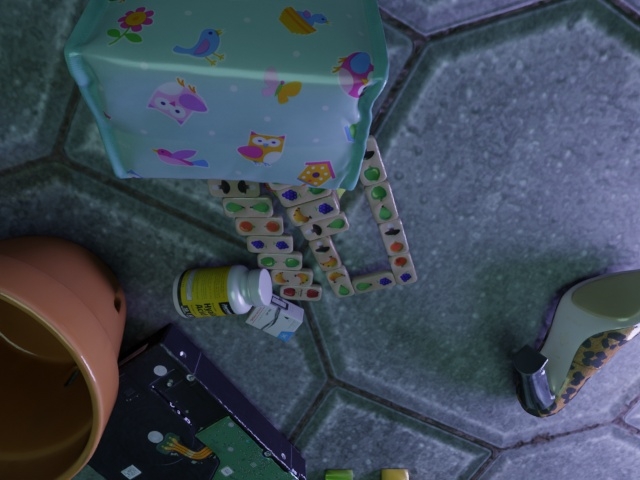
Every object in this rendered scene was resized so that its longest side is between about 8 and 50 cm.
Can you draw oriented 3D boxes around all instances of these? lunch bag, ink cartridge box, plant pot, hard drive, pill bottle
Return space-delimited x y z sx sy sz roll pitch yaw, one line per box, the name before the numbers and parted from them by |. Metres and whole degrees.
lunch bag | -0.066 -0.190 0.400 0.223 0.263 0.160 4 149 -5
ink cartridge box | -0.071 0.102 0.615 0.083 0.028 0.048 29 121 -13
plant pot | -0.368 0.121 0.521 0.290 0.203 0.291 -1 111 -3
hard drive | -0.210 0.312 0.679 0.236 0.064 0.339 -34 108 11
pill bottle | -0.125 0.065 0.573 0.116 0.065 0.065 -7 112 13

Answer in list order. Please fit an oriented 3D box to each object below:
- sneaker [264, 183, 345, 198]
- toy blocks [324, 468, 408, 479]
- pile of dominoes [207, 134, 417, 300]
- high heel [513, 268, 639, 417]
sneaker | -0.057 -0.092 0.518 0.208 0.081 0.094 11 117 -5
toy blocks | 0.058 0.529 0.671 0.381 0.261 0.191 1 112 -3
pile of dominoes | 0.000 0.000 0.531 0.195 0.040 0.251 -15 130 13
high heel | 0.397 0.154 0.653 0.261 0.093 0.186 -34 132 -2
